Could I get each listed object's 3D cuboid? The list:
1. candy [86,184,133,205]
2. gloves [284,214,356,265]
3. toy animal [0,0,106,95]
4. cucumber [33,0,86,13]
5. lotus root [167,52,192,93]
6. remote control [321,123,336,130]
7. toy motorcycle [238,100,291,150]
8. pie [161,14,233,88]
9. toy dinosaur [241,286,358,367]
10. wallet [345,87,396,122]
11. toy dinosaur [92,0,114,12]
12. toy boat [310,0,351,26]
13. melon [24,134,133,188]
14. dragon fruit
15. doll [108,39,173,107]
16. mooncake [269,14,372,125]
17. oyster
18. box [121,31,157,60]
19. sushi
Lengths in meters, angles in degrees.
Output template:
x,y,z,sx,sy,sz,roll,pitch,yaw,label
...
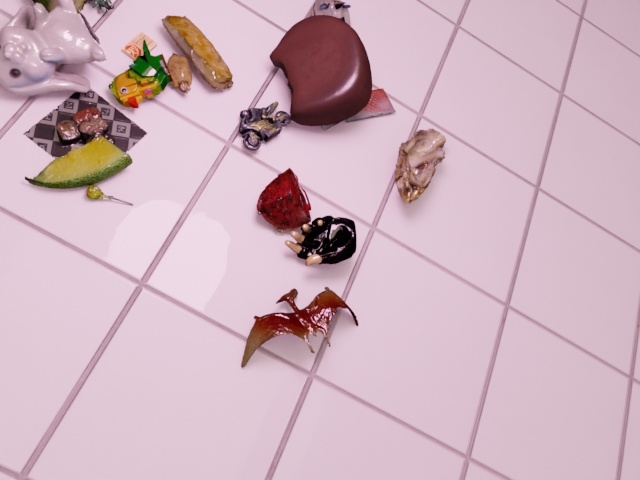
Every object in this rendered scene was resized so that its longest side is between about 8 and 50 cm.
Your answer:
x,y,z,sx,sy,sz,roll,pitch,yaw,label
-0.547,-0.113,1.575,0.122,0.035,0.035,17,45,-23,candy
0.000,0.000,1.697,0.203,0.124,0.165,0,59,-7,gloves
-0.729,-0.510,1.591,0.289,0.174,0.249,-10,83,-26,toy animal
-0.781,-0.732,1.690,0.244,0.134,0.134,45,59,9,cucumber
-0.412,-0.490,1.771,0.072,0.063,0.152,-7,67,-35,lotus root
0.062,-0.410,1.932,0.166,0.029,0.065,-34,80,-15,remote control
-0.181,-0.353,1.807,0.124,0.061,0.193,44,61,3,toy motorcycle
-0.364,-0.574,1.810,0.282,0.068,0.128,51,36,8,pie
-0.056,0.235,1.598,0.206,0.113,0.327,28,46,20,toy dinosaur
0.149,-0.451,2.006,0.196,0.020,0.103,-17,75,-27,wallet
-0.688,-0.789,1.765,0.120,0.079,0.292,-29,84,6,toy dinosaur
0.046,-0.709,2.013,0.140,0.140,0.270,-4,84,-23,toy boat
-0.618,-0.193,1.544,0.261,0.053,0.114,-23,92,-19,melon
-0.105,-0.114,1.733,0.127,0.121,0.161,-18,41,13,dragon fruit
-0.503,-0.455,1.693,0.134,0.106,0.186,38,76,6,doll
0.005,-0.503,1.848,0.325,0.174,0.334,37,91,20,mooncake
0.305,-0.233,1.927,0.166,0.110,0.342,24,58,-17,oyster
-0.532,-0.570,1.782,0.058,0.015,0.093,38,59,-6,box
-0.619,-0.297,1.611,0.219,0.047,0.231,38,59,-3,sushi
